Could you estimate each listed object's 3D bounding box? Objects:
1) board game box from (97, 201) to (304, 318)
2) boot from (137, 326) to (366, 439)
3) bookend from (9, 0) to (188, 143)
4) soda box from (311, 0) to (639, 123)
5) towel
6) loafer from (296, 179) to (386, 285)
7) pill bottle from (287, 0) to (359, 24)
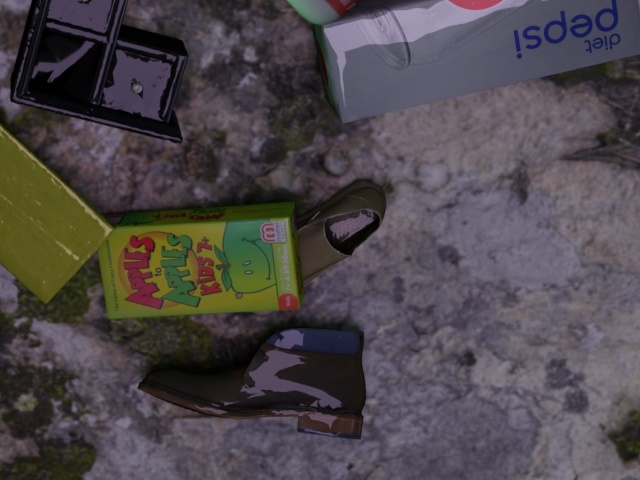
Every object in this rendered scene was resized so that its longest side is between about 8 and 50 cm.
[{"bbox_3d":[-0.111,0.019,1.735,0.181,0.043,0.092,-3,112,7],"label":"board game box"},{"bbox_3d":[-0.060,0.122,1.801,0.219,0.082,0.106,11,86,-8],"label":"boot"},{"bbox_3d":[-0.179,-0.184,1.656,0.157,0.072,0.156,14,107,-14],"label":"bookend"},{"bbox_3d":[0.139,-0.192,1.692,0.286,0.091,0.098,-13,111,-4],"label":"soda box"},{"bbox_3d":[-0.303,-0.056,1.690,0.237,0.021,0.102,43,104,-9],"label":"towel"},{"bbox_3d":[0.000,0.000,1.763,0.148,0.050,0.056,-41,111,7],"label":"loafer"},{"bbox_3d":[0.071,-0.367,1.552,0.363,0.210,0.210,-40,111,7],"label":"pill bottle"}]
